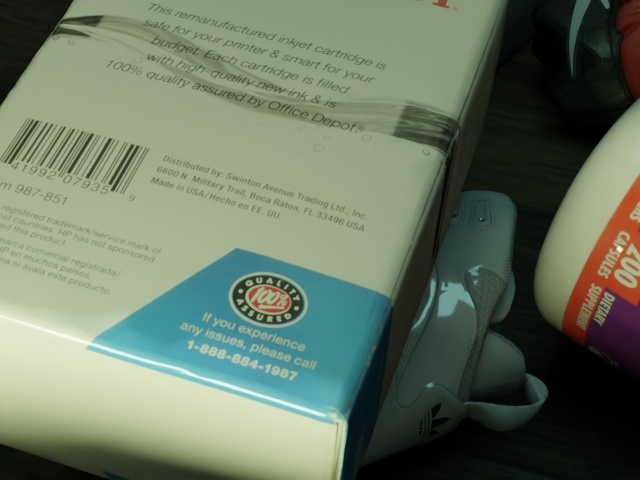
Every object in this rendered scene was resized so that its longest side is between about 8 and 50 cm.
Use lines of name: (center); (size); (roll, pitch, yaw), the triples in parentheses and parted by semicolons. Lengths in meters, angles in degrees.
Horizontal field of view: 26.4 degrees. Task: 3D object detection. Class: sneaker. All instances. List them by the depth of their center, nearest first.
sneaker: (0.000, 0.000, 0.884); (0.210, 0.137, 0.366); (-8, 48, -13)
sneaker: (0.235, -0.201, 1.111); (0.135, 0.097, 0.276); (-20, 47, 33)

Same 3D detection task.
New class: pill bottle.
pill bottle: (0.297, 0.050, 0.787); (0.323, 0.181, 0.181); (34, 50, 21)

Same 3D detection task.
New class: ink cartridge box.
ink cartridge box: (-0.047, -0.026, 0.727); (0.223, 0.129, 0.307); (16, 52, 11)

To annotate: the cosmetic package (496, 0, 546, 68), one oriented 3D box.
cosmetic package: (0.104, -0.198, 1.113); (0.107, 0.127, 0.238); (29, 46, 26)
